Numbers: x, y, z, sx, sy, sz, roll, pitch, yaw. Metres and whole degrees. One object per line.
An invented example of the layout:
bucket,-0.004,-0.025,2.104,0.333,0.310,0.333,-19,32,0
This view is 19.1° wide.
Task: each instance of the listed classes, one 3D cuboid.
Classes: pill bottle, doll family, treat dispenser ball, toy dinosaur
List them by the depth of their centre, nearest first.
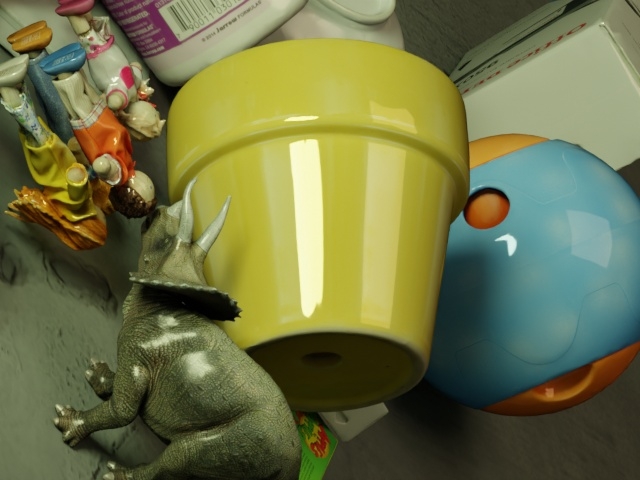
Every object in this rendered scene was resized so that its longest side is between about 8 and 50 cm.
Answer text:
toy dinosaur,-0.088,0.130,1.409,0.313,0.160,0.121,61,24,0
doll family,-0.196,-0.082,1.490,0.263,0.118,0.163,-96,162,-67
pill bottle,-0.150,-0.296,1.632,0.301,0.169,0.169,56,24,-15
treat dispenser ball,0.200,0.034,1.930,0.288,0.288,0.288,45,29,-33

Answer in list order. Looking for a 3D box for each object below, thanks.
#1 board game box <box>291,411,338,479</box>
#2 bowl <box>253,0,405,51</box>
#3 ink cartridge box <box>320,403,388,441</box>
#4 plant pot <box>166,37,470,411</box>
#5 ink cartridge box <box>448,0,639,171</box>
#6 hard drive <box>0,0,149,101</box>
board game box,-0.046,0.185,1.577,0.092,0.043,0.181,56,25,-14
bowl,-0.022,-0.225,1.856,0.298,0.134,0.298,28,36,-22
ink cartridge box,0.001,0.106,1.679,0.122,0.052,0.088,57,1,34
plant pot,0.000,0.000,1.557,0.254,0.254,0.239,34,45,-47
ink cartridge box,0.299,-0.186,2.366,0.166,0.285,0.395,56,24,-9
hard drive,-0.257,-0.241,1.618,0.307,0.040,0.203,43,30,-37
